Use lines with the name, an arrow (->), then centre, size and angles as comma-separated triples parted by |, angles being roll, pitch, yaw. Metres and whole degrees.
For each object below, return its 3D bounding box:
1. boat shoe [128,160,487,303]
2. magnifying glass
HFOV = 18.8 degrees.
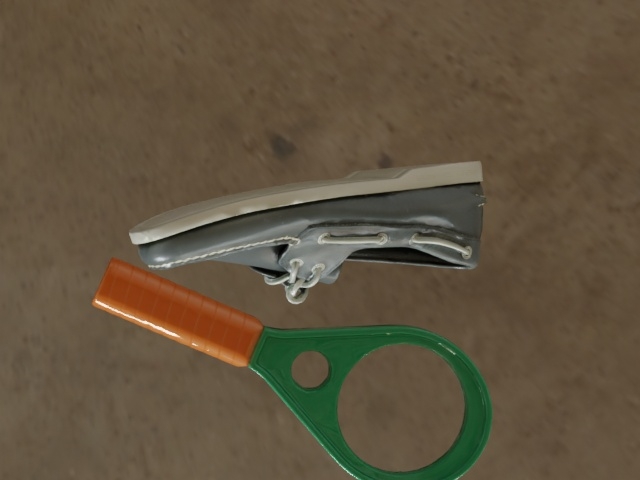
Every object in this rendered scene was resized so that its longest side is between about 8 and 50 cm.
boat shoe -> 0.000, 0.000, 1.562 | 0.319, 0.116, 0.099 | -10, 95, -30
magnifying glass -> -0.014, 0.067, 1.063 | 0.231, 0.026, 0.092 | 23, 91, -7
